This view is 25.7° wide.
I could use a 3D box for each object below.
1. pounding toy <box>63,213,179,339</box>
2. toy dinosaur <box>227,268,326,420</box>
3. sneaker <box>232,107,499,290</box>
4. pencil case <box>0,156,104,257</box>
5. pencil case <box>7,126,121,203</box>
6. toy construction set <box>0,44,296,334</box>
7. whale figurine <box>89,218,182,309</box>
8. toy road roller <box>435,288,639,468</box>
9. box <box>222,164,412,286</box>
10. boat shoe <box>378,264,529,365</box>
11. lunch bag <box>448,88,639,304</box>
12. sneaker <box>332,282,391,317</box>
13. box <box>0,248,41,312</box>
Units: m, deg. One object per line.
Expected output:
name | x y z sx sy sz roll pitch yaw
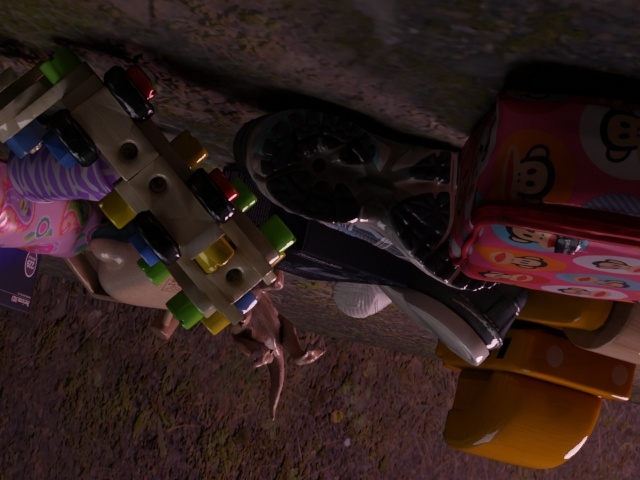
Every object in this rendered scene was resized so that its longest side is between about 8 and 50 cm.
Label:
pounding toy | -0.252 0.044 2.015 0.181 0.094 0.206 6 141 38
toy dinosaur | -0.108 0.107 2.068 0.127 0.295 0.200 -28 -165 -26
sneaker | 0.052 -0.046 1.205 0.283 0.110 0.122 25 179 -28
pencil case | -0.350 -0.044 1.589 0.124 0.124 0.284 10 -179 18
pencil case | -0.238 -0.075 1.418 0.088 0.086 0.206 36 161 -32
toy construction set | -0.154 -0.054 1.168 0.328 0.151 0.215 36 -179 -12
whale figurine | -0.168 -0.006 1.694 0.216 0.141 0.272 8 160 -16
toy road roller | 0.263 0.132 1.531 0.202 0.240 0.329 17 171 -30
box | -0.006 -0.015 1.464 0.156 0.093 0.158 19 168 -40
boat shoe | 0.122 0.036 1.535 0.116 0.099 0.319 48 176 -27
lunch bag | 0.230 -0.021 1.002 0.258 0.120 0.293 8 174 1
sneaker | 0.086 0.035 1.794 0.085 0.086 0.237 41 155 -7
box | -0.458 -0.015 1.841 0.103 0.184 0.261 11 173 14
